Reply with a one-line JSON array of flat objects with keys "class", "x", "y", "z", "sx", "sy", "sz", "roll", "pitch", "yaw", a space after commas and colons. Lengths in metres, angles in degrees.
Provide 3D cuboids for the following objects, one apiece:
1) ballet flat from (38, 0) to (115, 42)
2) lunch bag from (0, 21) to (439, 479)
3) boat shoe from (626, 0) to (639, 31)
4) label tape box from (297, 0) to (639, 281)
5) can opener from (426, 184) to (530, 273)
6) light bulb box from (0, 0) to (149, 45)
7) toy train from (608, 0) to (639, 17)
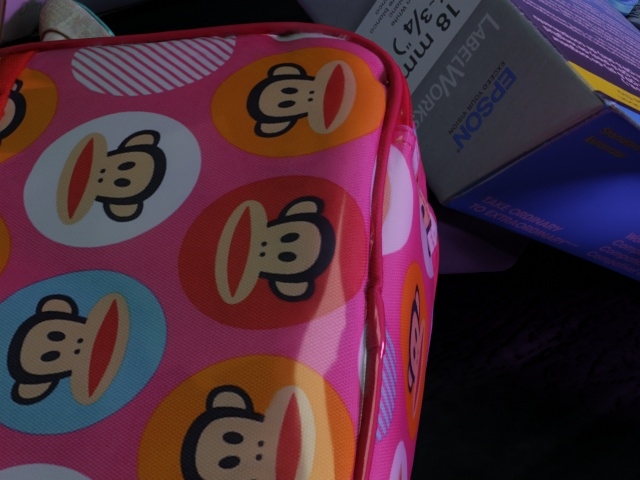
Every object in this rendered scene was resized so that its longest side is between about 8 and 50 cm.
[{"class": "ballet flat", "x": -0.137, "y": -0.096, "z": 0.760, "sx": 0.052, "sy": 0.057, "sz": 0.168, "roll": -27, "pitch": 53, "yaw": -32}, {"class": "lunch bag", "x": -0.093, "y": 0.053, "z": 0.457, "sx": 0.258, "sy": 0.120, "sz": 0.293, "roll": -1, "pitch": 51, "yaw": 12}, {"class": "boat shoe", "x": 0.318, "y": -0.112, "z": 0.887, "sx": 0.219, "sy": 0.070, "sz": 0.078, "roll": 39, "pitch": 4, "yaw": -11}, {"class": "label tape box", "x": 0.152, "y": -0.060, "z": 0.717, "sx": 0.241, "sy": 0.106, "sz": 0.333, "roll": 19, "pitch": 28, "yaw": -38}, {"class": "can opener", "x": 0.000, "y": 0.000, "z": 0.671, "sx": 0.280, "sy": 0.093, "sz": 0.074, "roll": -6, "pitch": 43, "yaw": -42}, {"class": "light bulb box", "x": -0.202, "y": -0.355, "z": 0.934, "sx": 0.361, "sy": 0.225, "sz": 0.358, "roll": 36, "pitch": 39, "yaw": 24}, {"class": "toy train", "x": 0.175, "y": -0.183, "z": 0.987, "sx": 0.105, "sy": 0.080, "sz": 0.184, "roll": -20, "pitch": 51, "yaw": -28}]
